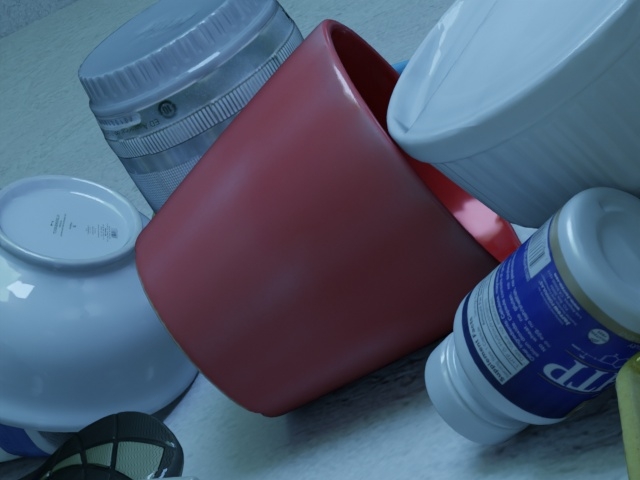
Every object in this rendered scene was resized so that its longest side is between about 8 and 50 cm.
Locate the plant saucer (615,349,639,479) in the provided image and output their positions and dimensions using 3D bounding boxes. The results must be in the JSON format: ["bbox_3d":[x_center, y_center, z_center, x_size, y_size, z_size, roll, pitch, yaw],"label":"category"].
[{"bbox_3d":[0.329,0.117,0.805,0.332,0.081,0.333,-24,23,18],"label":"plant saucer"}]

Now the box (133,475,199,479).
[{"bbox_3d":[-0.155,0.289,1.039,0.094,0.113,0.275,-11,28,43],"label":"box"}]

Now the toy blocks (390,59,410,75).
[{"bbox_3d":[0.059,-0.164,1.801,0.148,0.054,0.123,-24,27,-16],"label":"toy blocks"}]

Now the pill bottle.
[{"bbox_3d":[0.156,0.059,1.058,0.187,0.112,0.112,-47,7,42],"label":"pill bottle"}]

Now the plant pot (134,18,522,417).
[{"bbox_3d":[0.000,0.000,1.283,0.243,0.275,0.275,-38,20,13],"label":"plant pot"}]

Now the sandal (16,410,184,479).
[{"bbox_3d":[-0.201,0.228,1.280,0.303,0.086,0.120,-33,22,41],"label":"sandal"}]

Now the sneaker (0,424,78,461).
[{"bbox_3d":[-0.328,0.129,1.587,0.182,0.127,0.315,-23,25,15],"label":"sneaker"}]

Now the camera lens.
[{"bbox_3d":[-0.086,-0.103,1.563,0.219,0.274,0.219,-27,22,12],"label":"camera lens"}]

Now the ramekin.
[{"bbox_3d":[0.186,-0.126,1.120,0.273,0.127,0.273,-39,21,18],"label":"ramekin"}]

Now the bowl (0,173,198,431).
[{"bbox_3d":[-0.245,0.031,1.461,0.297,0.134,0.298,9,35,-7],"label":"bowl"}]

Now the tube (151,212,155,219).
[{"bbox_3d":[-0.163,0.010,1.731,0.240,0.062,0.070,-87,15,-59],"label":"tube"}]
